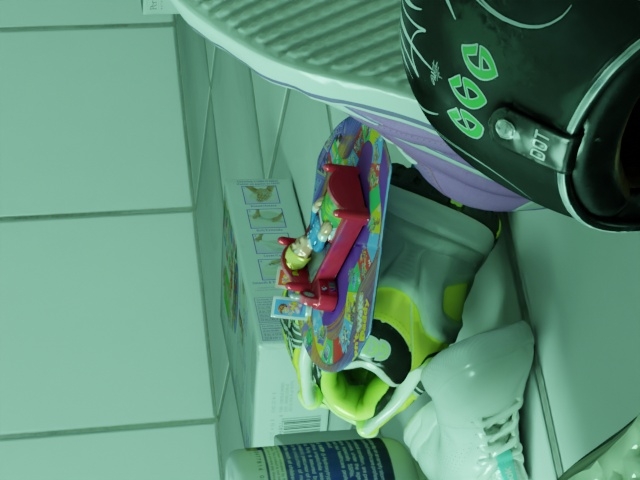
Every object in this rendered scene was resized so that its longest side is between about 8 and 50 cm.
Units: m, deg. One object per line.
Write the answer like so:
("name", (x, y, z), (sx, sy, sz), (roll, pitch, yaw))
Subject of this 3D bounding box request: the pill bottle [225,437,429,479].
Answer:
("pill bottle", (0.023, 0.212, 1.127), (0.112, 0.186, 0.112), (176, 90, -80))

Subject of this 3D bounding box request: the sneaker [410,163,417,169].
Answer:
("sneaker", (0.087, -0.062, 1.042), (0.152, 0.058, 0.084), (139, 122, -72))

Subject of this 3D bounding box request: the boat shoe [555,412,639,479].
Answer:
("boat shoe", (0.165, 0.089, 0.394), (0.500, 0.156, 0.187), (102, 156, -44))

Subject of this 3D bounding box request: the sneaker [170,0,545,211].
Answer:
("sneaker", (0.029, -0.095, 0.836), (0.102, 0.282, 0.161), (-58, -9, -14))

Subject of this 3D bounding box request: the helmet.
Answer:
("helmet", (0.117, -0.099, 0.637), (0.161, 0.169, 0.169), (54, 150, 39))

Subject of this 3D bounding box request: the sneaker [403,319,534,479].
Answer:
("sneaker", (0.114, 0.128, 0.971), (0.212, 0.080, 0.094), (97, 152, -62))

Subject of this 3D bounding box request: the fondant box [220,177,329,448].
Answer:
("fondant box", (-0.062, 0.109, 1.824), (0.330, 0.096, 0.238), (-107, 17, -50))

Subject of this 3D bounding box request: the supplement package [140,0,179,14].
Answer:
("supplement package", (-0.099, -0.367, 1.574), (0.194, 0.203, 0.149), (96, 166, -45))

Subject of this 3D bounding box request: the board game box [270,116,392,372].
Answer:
("board game box", (0.000, 0.000, 0.927), (0.133, 0.033, 0.169), (-170, 87, -70))

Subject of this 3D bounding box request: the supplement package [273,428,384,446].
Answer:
("supplement package", (0.022, 0.249, 1.379), (0.179, 0.105, 0.105), (-158, 65, -79))

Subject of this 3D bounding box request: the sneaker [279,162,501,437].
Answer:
("sneaker", (0.021, 0.074, 1.096), (0.385, 0.145, 0.147), (102, -168, -68))
